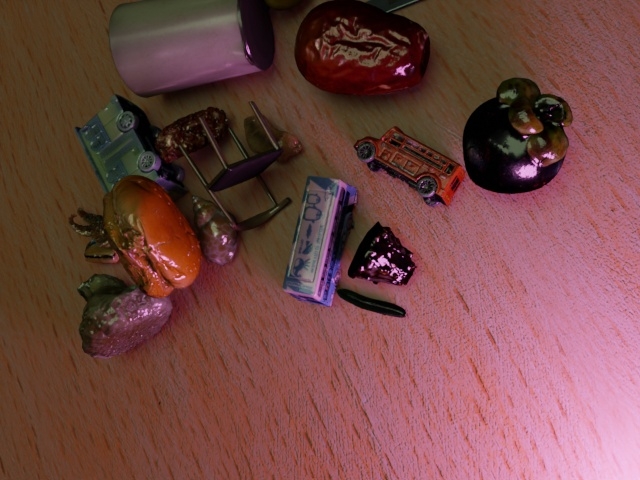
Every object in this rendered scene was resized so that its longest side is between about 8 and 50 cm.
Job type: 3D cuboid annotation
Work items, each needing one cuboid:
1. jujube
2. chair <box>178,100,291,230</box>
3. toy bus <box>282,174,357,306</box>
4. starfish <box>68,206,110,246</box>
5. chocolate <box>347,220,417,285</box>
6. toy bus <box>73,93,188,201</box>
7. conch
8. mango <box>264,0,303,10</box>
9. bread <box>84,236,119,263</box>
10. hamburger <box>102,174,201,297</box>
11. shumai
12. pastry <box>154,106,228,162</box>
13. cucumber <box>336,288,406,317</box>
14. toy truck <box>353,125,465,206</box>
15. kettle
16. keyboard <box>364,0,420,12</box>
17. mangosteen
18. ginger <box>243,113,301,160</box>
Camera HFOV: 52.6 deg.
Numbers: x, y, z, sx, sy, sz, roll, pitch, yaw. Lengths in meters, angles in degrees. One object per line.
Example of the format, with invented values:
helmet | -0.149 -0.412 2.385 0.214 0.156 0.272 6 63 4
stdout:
jujube | 0.097 -0.457 1.551 0.318 0.223 0.223 13 85 19
chair | -0.192 -0.175 1.587 0.166 0.188 0.272 -32 86 55
toy bus | 0.000 0.000 1.539 0.106 0.131 0.297 10 82 23
starfish | -0.606 -0.041 1.824 0.210 0.053 0.150 4 60 9
chocolate | 0.152 0.052 1.491 0.133 0.156 0.156 31 92 -4
toy bus | -0.518 -0.223 1.773 0.190 0.152 0.312 -36 70 12
conch | -0.270 -0.020 1.668 0.116 0.106 0.173 17 101 42
mango | -0.074 -0.698 1.700 0.136 0.099 0.227 27 75 -14
bread | -0.607 0.033 1.816 0.106 0.053 0.072 2 58 19
hamburger | -0.407 -0.012 1.554 0.170 0.290 0.314 -32 33 2
shumai | -0.521 0.159 1.663 0.261 0.225 0.222 -35 71 30
pastry | -0.340 -0.279 1.701 0.115 0.208 0.097 -11 108 58
cucumber | 0.118 0.149 1.520 0.184 0.033 0.036 16 112 24
toy truck | 0.204 -0.181 1.507 0.253 0.107 0.114 34 93 22
kettle | -0.321 -0.573 1.742 0.377 0.250 0.361 -5 50 18
keyboard | 0.192 -0.609 1.641 0.176 0.014 0.055 -16 74 18
mangosteen | 0.414 -0.214 1.367 0.243 0.243 0.243 -4 79 21
ginger | -0.135 -0.266 1.676 0.190 0.069 0.095 31 74 24
